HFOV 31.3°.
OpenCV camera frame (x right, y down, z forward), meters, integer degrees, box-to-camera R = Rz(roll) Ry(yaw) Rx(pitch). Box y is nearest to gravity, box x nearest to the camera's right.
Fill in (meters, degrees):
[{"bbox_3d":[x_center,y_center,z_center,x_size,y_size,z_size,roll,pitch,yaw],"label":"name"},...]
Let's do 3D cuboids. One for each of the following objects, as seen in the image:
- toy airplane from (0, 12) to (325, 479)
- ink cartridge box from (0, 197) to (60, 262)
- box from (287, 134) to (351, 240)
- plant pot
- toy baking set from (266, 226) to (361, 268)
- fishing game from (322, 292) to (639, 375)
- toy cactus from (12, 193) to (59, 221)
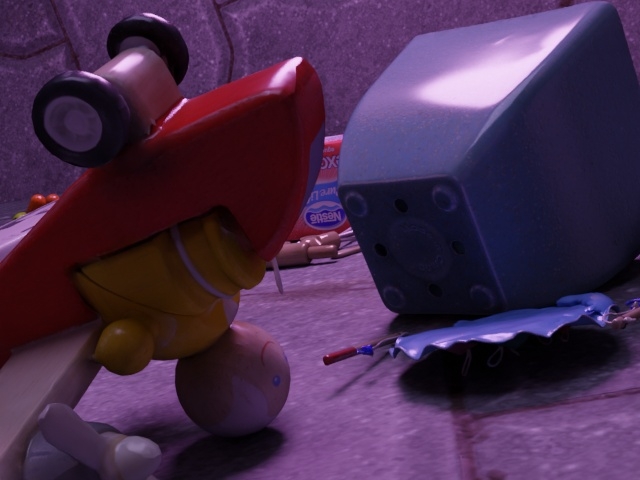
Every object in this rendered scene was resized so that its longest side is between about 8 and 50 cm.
[{"bbox_3d":[-0.151,0.059,0.834,0.386,0.272,0.384,-52,11,-15],"label":"toy airplane"},{"bbox_3d":[-0.322,0.020,1.402,0.273,0.115,0.198,-31,15,-33],"label":"ink cartridge box"},{"bbox_3d":[0.036,-0.088,1.746,0.299,0.142,0.154,-6,10,27],"label":"box"},{"bbox_3d":[0.159,-0.056,1.112,0.247,0.247,0.252,-3,29,43],"label":"plant pot"},{"bbox_3d":[-0.004,0.002,1.589,0.256,0.030,0.196,-6,10,29],"label":"toy baking set"},{"bbox_3d":[0.146,0.078,0.909,0.264,0.041,0.189,-12,-1,31],"label":"fishing game"},{"bbox_3d":[-0.396,0.016,1.612,0.219,0.112,0.180,-55,3,0],"label":"toy cactus"}]
